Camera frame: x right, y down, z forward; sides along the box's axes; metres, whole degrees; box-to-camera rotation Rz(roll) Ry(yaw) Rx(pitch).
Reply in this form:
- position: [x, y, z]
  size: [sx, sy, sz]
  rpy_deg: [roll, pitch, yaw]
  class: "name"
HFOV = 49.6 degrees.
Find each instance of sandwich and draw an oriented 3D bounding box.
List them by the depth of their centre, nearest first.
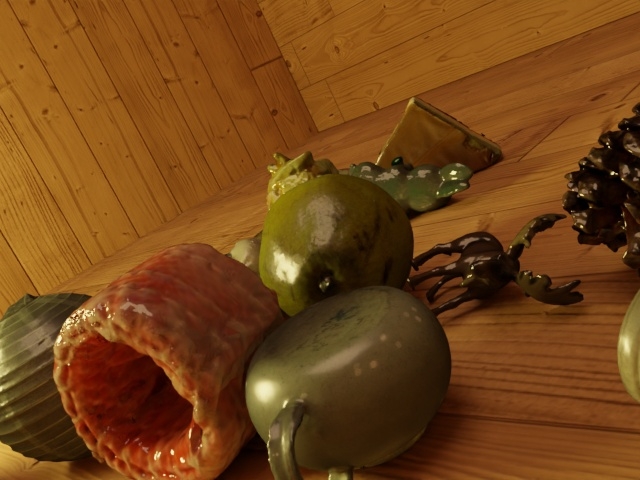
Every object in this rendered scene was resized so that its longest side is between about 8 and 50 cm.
- position: [0.241, -0.168, 1.453]
  size: [0.186, 0.220, 0.108]
  rpy_deg: [-61, 3, 23]
  class: "sandwich"

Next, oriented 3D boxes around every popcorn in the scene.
- position: [-0.031, -0.098, 1.466]
  size: [0.167, 0.185, 0.187]
  rpy_deg: [-45, 43, 21]
  class: "popcorn"

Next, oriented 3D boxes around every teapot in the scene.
- position: [0.029, 0.131, 0.638]
  size: [0.193, 0.129, 0.294]
  rpy_deg: [-19, 17, 28]
  class: "teapot"

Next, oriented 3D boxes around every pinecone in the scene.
- position: [0.334, -0.054, 0.646]
  size: [0.204, 0.179, 0.184]
  rpy_deg: [-27, -30, 15]
  class: "pinecone"

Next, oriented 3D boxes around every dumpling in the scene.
- position: [-0.093, 0.065, 1.124]
  size: [0.092, 0.176, 0.150]
  rpy_deg: [-40, 47, -3]
  class: "dumpling"

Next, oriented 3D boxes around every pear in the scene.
- position: [0.020, 0.014, 0.931]
  size: [0.212, 0.212, 0.269]
  rpy_deg: [-23, 18, 12]
  class: "pear"

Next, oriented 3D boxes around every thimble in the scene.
- position: [-0.154, 0.132, 0.744]
  size: [0.239, 0.239, 0.162]
  rpy_deg: [-17, 13, 35]
  class: "thimble"

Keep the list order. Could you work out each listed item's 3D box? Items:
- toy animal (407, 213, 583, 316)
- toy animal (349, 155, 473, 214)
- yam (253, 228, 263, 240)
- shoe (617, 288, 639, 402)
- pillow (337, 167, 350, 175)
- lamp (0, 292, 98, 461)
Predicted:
- position: [0.193, 0.028, 0.788]
  size: [0.186, 0.094, 0.214]
  rpy_deg: [-20, 11, 13]
  class: "toy animal"
- position: [0.177, -0.092, 1.299]
  size: [0.251, 0.127, 0.125]
  rpy_deg: [1, 15, 34]
  class: "toy animal"
- position: [-0.119, 0.033, 1.412]
  size: [0.083, 0.083, 0.371]
  rpy_deg: [-22, 14, 17]
  class: "yam"
- position: [0.350, 0.038, 0.408]
  size: [0.316, 0.124, 0.159]
  rpy_deg: [-28, 20, -7]
  class: "shoe"
- position: [0.026, -0.114, 1.681]
  size: [0.223, 0.084, 0.236]
  rpy_deg: [-31, 19, -13]
  class: "pillow"
- position: [-0.349, 0.177, 0.948]
  size: [0.233, 0.233, 0.265]
  rpy_deg: [-24, 8, 11]
  class: "lamp"
